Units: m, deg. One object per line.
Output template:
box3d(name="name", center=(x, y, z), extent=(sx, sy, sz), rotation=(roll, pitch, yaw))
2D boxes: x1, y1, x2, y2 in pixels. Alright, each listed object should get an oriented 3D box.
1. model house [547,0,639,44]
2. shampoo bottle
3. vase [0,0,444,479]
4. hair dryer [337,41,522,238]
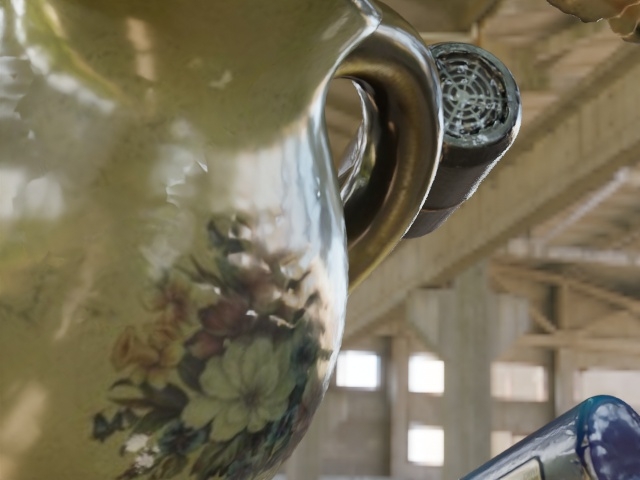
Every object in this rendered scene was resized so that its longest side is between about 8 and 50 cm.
box3d(name="model house", center=(0.254, -0.464, 1.121), extent=(0.395, 0.445, 0.400), rotation=(26, -37, -15))
box3d(name="shampoo bottle", center=(0.105, 0.146, 0.724), extent=(0.050, 0.087, 0.183), rotation=(-12, -20, -32))
box3d(name="vase", center=(-0.060, -0.031, 0.681), extent=(0.329, 0.302, 0.241), rotation=(-4, 31, -47))
box3d(name="hair dryer", center=(0.000, 0.000, 1.107), extent=(0.107, 0.352, 0.189), rotation=(46, -22, 5))
